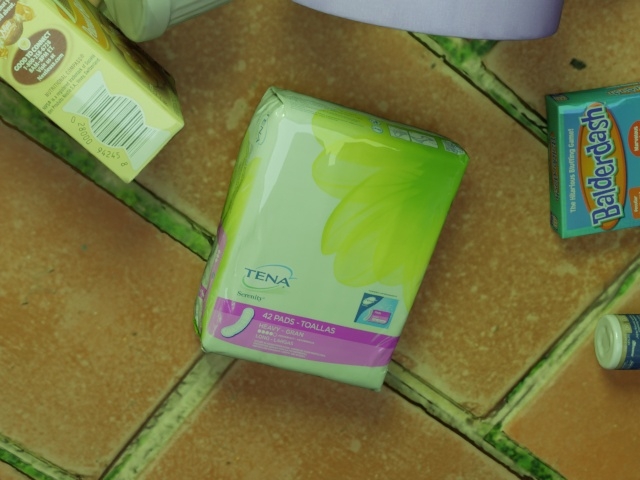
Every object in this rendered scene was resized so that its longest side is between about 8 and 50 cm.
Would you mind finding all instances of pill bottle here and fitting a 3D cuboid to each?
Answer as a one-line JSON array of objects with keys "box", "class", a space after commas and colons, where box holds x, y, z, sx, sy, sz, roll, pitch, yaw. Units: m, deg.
[{"box": [0.393, 0.120, 1.535, 0.120, 0.067, 0.067, 1, 111, -11], "class": "pill bottle"}]

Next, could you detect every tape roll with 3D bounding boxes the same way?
[{"box": [0.096, -0.263, 1.218, 0.274, 0.275, 0.090, 4, 110, -12], "class": "tape roll"}]

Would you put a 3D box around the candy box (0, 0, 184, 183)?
[{"box": [-0.275, -0.207, 1.224, 0.087, 0.183, 0.316, -44, 112, 8], "class": "candy box"}]

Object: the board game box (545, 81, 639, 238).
[{"box": [0.362, -0.097, 1.455, 0.210, 0.047, 0.160, -9, 113, -6], "class": "board game box"}]

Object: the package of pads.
[{"box": [0.000, 0.000, 1.401, 0.229, 0.101, 0.297, 15, 107, -17], "class": "package of pads"}]

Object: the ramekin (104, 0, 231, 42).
[{"box": [-0.144, -0.325, 1.167, 0.127, 0.273, 0.273, -17, 114, -16], "class": "ramekin"}]
